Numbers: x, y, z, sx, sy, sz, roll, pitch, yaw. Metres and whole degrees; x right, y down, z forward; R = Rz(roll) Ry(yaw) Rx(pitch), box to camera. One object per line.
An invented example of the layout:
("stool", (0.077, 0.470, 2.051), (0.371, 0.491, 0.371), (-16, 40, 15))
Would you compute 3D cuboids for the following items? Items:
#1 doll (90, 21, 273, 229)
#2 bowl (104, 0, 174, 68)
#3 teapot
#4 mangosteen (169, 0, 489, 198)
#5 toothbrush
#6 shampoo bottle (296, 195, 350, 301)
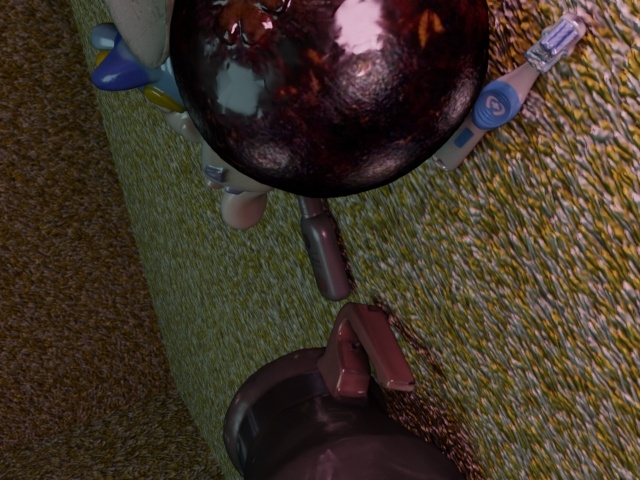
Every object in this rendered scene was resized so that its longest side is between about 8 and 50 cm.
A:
("doll", (-0.152, -0.181, 1.712), (0.365, 0.187, 0.376), (44, 137, -2))
("bowl", (-0.162, -0.429, 1.516), (0.435, 0.196, 0.434), (163, 90, -74))
("teapot", (0.025, 0.287, 1.710), (0.361, 0.306, 0.376), (-122, 46, -61))
("mangosteen", (0.014, -0.169, 1.141), (0.288, 0.288, 0.288), (160, 90, -76))
("toothbrush", (0.152, -0.118, 1.144), (0.386, 0.040, 0.040), (129, 120, -77))
("shampoo bottle", (0.000, 0.000, 1.823), (0.080, 0.040, 0.165), (-144, 36, -68))
